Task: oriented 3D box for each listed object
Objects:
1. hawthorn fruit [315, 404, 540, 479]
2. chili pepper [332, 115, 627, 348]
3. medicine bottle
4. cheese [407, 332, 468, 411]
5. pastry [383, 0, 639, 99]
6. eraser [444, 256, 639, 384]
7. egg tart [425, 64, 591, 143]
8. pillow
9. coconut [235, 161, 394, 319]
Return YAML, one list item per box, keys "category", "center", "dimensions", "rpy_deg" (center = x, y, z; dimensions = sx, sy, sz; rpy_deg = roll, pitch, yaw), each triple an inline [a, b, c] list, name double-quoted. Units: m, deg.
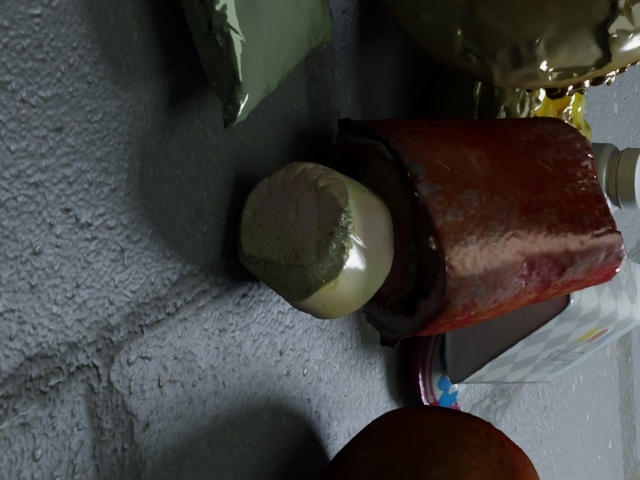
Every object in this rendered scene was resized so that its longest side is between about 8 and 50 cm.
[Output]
- category: "hawthorn fruit"
  center: [0.129, 0.312, 1.672]
  dimensions: [0.369, 0.284, 0.285]
  rpy_deg: [-52, 137, -53]
- category: "chili pepper"
  center: [0.181, -0.035, 1.656]
  dimensions: [0.305, 0.251, 0.229]
  rpy_deg: [-12, 116, -18]
- category: "medicine bottle"
  center: [0.368, -0.088, 2.177]
  dimensions: [0.103, 0.186, 0.103]
  rpy_deg: [-8, 99, -62]
- category: "cheese"
  center: [0.157, 0.182, 1.942]
  dimensions: [0.155, 0.062, 0.244]
  rpy_deg: [-39, 127, -57]
- category: "pastry"
  center: [0.236, -0.335, 1.718]
  dimensions: [0.245, 0.409, 0.409]
  rpy_deg: [88, 20, -57]
- category: "eraser"
  center: [0.302, 0.101, 1.986]
  dimensions: [0.082, 0.213, 0.397]
  rpy_deg: [60, 18, 18]
- category: "egg tart"
  center: [0.244, -0.139, 1.966]
  dimensions: [0.388, 0.169, 0.388]
  rpy_deg: [-22, 115, -62]
- category: "pillow"
  center: [-0.073, -0.279, 1.455]
  dimensions: [0.274, 0.076, 0.281]
  rpy_deg: [-54, 135, -59]
- category: "coconut"
  center: [0.000, 0.000, 1.546]
  dimensions: [0.152, 0.147, 0.147]
  rpy_deg: [30, 67, -61]
